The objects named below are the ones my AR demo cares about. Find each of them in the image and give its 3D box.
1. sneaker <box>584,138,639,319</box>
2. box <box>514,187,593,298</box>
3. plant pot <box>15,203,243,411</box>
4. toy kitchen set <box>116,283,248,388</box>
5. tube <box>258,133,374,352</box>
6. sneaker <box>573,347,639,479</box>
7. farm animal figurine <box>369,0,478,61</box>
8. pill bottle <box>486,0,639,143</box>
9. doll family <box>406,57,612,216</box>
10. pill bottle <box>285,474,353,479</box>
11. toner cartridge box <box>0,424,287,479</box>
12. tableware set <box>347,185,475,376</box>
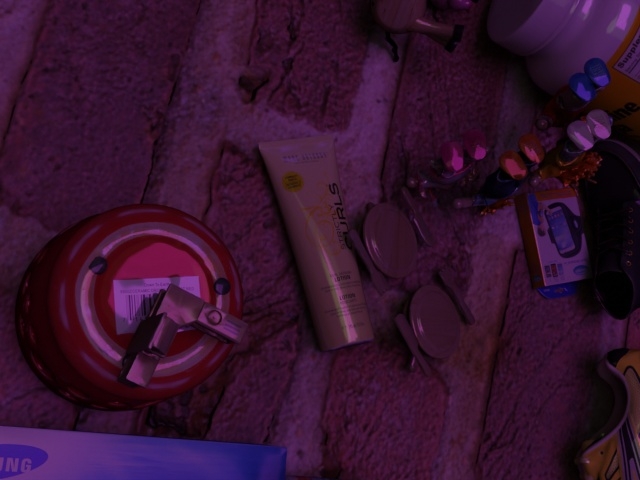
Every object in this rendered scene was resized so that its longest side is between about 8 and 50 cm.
[{"bbox_3d":[0.377,-0.017,1.115,0.118,0.083,0.222,-21,91,-46],"label":"sneaker"},{"bbox_3d":[0.297,0.003,1.122,0.081,0.028,0.136,-8,82,-27],"label":"box"},{"bbox_3d":[-0.172,0.058,0.812,0.191,0.174,0.191,6,75,-24],"label":"plant pot"},{"bbox_3d":[-0.104,0.086,0.700,0.075,0.068,0.083,30,68,-17],"label":"toy kitchen set"},{"bbox_3d":[0.000,0.000,0.968,0.070,0.062,0.240,8,66,-65],"label":"tube"},{"bbox_3d":[0.369,0.312,1.058,0.147,0.145,0.384,15,74,10],"label":"sneaker"},{"bbox_3d":[0.150,-0.417,1.000,0.172,0.326,0.330,24,63,-1],"label":"farm animal figurine"},{"bbox_3d":[0.386,-0.241,1.121,0.334,0.188,0.187,24,71,-19],"label":"pill bottle"},{"bbox_3d":[0.236,-0.087,1.023,0.263,0.163,0.118,-28,82,-6],"label":"doll family"},{"bbox_3d":[0.029,0.290,0.907,0.160,0.087,0.087,11,76,-23],"label":"pill bottle"},{"bbox_3d":[-0.208,0.258,0.809,0.348,0.075,0.165,9,75,-23],"label":"toner cartridge box"},{"bbox_3d":[0.095,0.050,1.009,0.128,0.039,0.194,-38,103,-45],"label":"tableware set"}]
